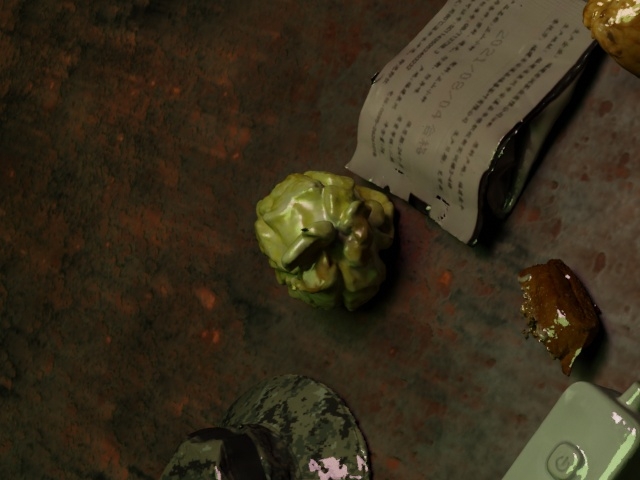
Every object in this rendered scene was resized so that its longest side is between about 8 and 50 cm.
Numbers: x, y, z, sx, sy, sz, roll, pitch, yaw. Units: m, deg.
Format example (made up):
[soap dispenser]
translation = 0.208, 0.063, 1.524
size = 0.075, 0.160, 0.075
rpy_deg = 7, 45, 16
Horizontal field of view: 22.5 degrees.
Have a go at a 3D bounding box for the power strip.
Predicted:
[power strip]
translation = 0.156, 0.273, 1.331
size = 0.091, 0.062, 0.385
rpy_deg = 43, 104, 42

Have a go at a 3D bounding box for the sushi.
[sushi]
translation = 0.201, 0.065, 1.385
size = 0.060, 0.061, 0.118
rpy_deg = -48, 26, 30

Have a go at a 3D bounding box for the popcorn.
[popcorn]
translation = 0.000, 0.000, 1.548
size = 0.136, 0.162, 0.141
rpy_deg = 16, 127, 18

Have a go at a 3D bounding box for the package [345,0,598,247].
[package]
translation = 0.143, -0.139, 1.522
size = 0.204, 0.062, 0.251
rpy_deg = 36, 95, 45

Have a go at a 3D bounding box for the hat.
[hat]
translation = -0.083, 0.246, 1.530
size = 0.265, 0.128, 0.265
rpy_deg = -18, 64, 41

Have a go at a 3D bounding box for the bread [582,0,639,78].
[bread]
translation = 0.324, -0.227, 1.349
size = 0.211, 0.114, 0.083
rpy_deg = -51, 29, 17
